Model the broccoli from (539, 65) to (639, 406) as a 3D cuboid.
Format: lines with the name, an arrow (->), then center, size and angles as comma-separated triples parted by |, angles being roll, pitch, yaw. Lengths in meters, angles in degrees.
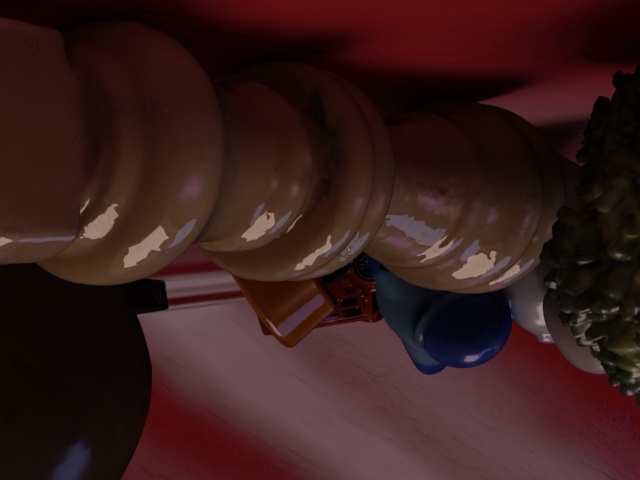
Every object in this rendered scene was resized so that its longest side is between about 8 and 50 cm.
broccoli -> 0.263, -0.012, 0.472 | 0.288, 0.235, 0.260 | -47, -163, -28

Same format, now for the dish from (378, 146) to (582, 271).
dish -> 0.138, -0.029, 0.819 | 0.181, 0.080, 0.243 | -8, 175, -1

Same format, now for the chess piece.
chess piece -> -0.017, -0.029, 0.441 | 0.117, 0.117, 0.397 | -12, 172, 34

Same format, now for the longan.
longan -> -0.277, 0.113, 0.756 | 0.288, 0.289, 0.350 | -4, -176, -40

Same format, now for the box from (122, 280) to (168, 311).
box -> -0.443, 0.116, 1.644 | 0.350, 0.058, 0.211 | -9, 174, 8

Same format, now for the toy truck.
toy truck -> 0.023, 0.077, 1.551 | 0.252, 0.114, 0.107 | -10, -177, 24

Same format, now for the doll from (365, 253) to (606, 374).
doll -> 0.192, 0.046, 1.077 | 0.365, 0.187, 0.376 | -8, 179, 29

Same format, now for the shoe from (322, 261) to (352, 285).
shoe -> -0.035, 0.055, 1.423 | 0.108, 0.093, 0.241 | -3, 174, -36

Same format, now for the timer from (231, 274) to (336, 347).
timer -> 0.000, 0.000, 0.873 | 0.152, 0.132, 0.132 | -33, 174, 1
